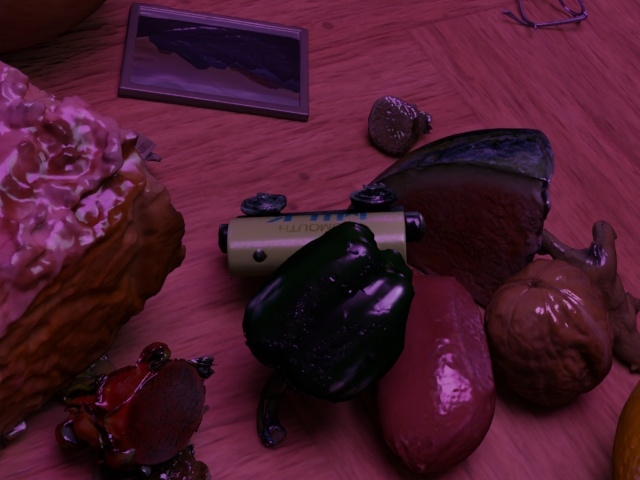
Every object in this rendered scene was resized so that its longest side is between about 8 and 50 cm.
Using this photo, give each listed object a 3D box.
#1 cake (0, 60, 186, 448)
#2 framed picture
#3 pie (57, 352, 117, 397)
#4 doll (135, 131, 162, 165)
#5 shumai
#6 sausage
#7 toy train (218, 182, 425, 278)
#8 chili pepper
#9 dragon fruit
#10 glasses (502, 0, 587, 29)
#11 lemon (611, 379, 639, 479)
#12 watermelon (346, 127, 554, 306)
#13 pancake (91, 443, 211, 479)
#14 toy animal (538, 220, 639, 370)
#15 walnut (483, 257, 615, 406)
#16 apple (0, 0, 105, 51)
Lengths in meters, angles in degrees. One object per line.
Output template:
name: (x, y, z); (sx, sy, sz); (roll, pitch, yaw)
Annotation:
cake: (-0.354, -0.015, 1.444); (0.307, 0.293, 0.314); (38, 70, 18)
framed picture: (-0.147, -0.255, 1.949); (0.265, 0.018, 0.192); (6, 47, -9)
pie: (-0.269, 0.154, 1.557); (0.084, 0.020, 0.084); (8, 46, -8)
doll: (-0.263, -0.062, 1.686); (0.115, 0.105, 0.221); (4, 51, 22)
shumai: (0.110, -0.165, 1.917); (0.083, 0.082, 0.080); (60, 17, -1)
sausage: (0.130, 0.144, 1.591); (0.148, 0.148, 0.254); (0, 49, -15)
toy train: (0.000, 0.000, 1.644); (0.253, 0.105, 0.157); (-2, 17, 2)
chili pepper: (-0.008, 0.104, 1.520); (0.165, 0.261, 0.174); (38, 18, -23)
dragon fruit: (-0.204, 0.177, 1.457); (0.175, 0.138, 0.142); (-1, 11, 15)
glasses: (0.338, -0.363, 2.166); (0.140, 0.062, 0.104); (38, 73, 18)
lemon: (0.446, 0.249, 1.512); (0.260, 0.260, 0.284); (30, 50, 12)
watermelon: (0.187, -0.036, 1.735); (0.232, 0.310, 0.193); (41, 39, -31)
pancake: (-0.186, 0.254, 1.490); (0.129, 0.022, 0.116); (23, 48, 12)
toy animal: (0.358, 0.073, 1.719); (0.103, 0.219, 0.101); (-27, 29, -2)
walnut: (0.275, 0.115, 1.638); (0.155, 0.184, 0.155); (-15, 39, 13)
apple: (-0.429, -0.438, 1.801); (0.391, 0.391, 0.346); (39, 31, 19)
